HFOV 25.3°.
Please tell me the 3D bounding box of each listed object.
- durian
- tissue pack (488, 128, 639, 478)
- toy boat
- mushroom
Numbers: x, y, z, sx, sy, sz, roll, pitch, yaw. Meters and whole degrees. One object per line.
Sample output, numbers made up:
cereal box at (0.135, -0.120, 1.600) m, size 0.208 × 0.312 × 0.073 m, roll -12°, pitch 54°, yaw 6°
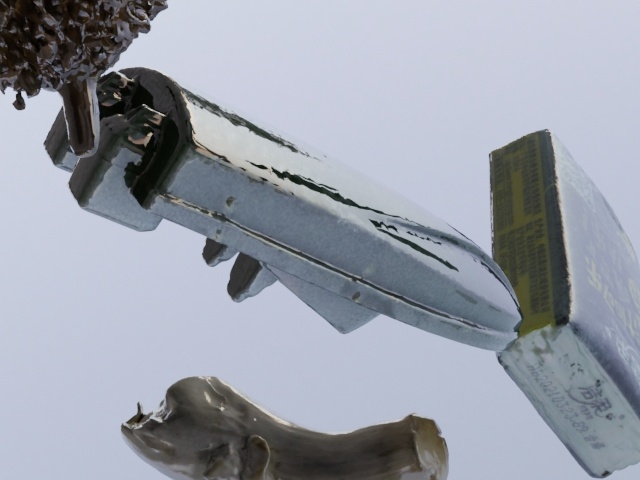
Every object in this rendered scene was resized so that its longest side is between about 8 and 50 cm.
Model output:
durian at (-0.112, -0.122, 0.559) m, size 0.148 × 0.188 × 0.091 m, roll -9°, pitch -165°, yaw -1°
tissue pack at (0.218, 0.048, 1.221) m, size 0.081 × 0.185 × 0.257 m, roll -26°, pitch -146°, yaw 24°
toy boat at (0.000, 0.000, 0.819) m, size 0.092 × 0.320 × 0.141 m, roll -59°, pitch -149°, yaw 10°
mushroom at (-0.032, 0.171, 1.180) m, size 0.278 × 0.099 × 0.096 m, roll 8°, pitch -95°, yaw 14°
